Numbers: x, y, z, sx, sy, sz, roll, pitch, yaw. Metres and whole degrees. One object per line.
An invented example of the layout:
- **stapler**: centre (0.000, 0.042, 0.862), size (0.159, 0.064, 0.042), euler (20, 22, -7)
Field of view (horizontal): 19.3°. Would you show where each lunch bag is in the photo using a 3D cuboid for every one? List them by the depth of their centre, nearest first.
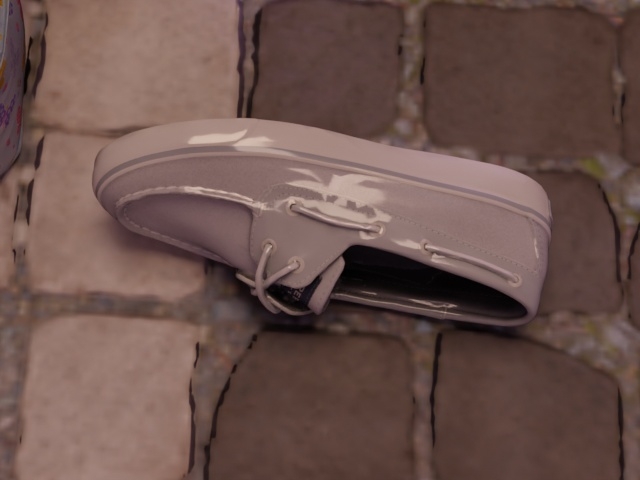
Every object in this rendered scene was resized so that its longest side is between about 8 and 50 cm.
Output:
- **lunch bag**: centre (-0.146, -0.069, 0.761), size (0.053, 0.071, 0.083), euler (-4, 61, -4)

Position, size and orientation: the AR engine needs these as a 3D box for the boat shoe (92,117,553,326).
- **boat shoe**: centre (0.000, 0.000, 0.744), size (0.184, 0.066, 0.063), euler (11, 58, -10)
